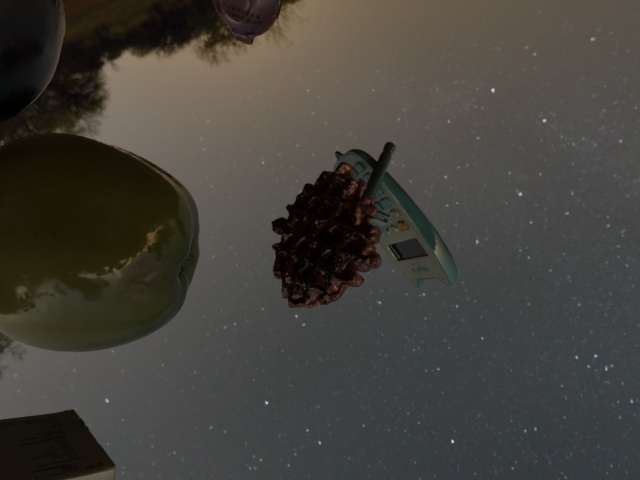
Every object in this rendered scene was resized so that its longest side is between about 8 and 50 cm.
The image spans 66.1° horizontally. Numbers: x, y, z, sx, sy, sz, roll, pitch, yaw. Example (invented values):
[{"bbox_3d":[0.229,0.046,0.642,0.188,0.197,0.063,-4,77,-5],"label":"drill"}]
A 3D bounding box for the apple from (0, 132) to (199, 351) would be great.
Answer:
[{"bbox_3d":[-0.472,0.013,1.005,0.474,0.473,0.473,-16,-152,9],"label":"apple"}]

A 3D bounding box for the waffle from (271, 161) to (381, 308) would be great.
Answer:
[{"bbox_3d":[0.000,0.000,0.791,0.234,0.055,0.221,-38,-127,32],"label":"waffle"}]

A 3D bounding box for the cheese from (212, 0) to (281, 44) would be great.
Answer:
[{"bbox_3d":[-0.168,-0.599,1.124,0.189,0.285,0.074,21,-144,10],"label":"cheese"}]

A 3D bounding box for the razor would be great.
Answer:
[{"bbox_3d":[0.110,-0.116,0.980,0.106,0.068,0.232,25,-127,3],"label":"razor"}]

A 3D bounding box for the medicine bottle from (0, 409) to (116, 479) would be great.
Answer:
[{"bbox_3d":[-0.371,0.265,0.583,0.171,0.052,0.201,16,-176,44],"label":"medicine bottle"}]

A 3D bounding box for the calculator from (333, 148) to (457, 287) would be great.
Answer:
[{"bbox_3d":[0.157,-0.055,1.136,0.054,0.386,0.256,-41,-177,-13],"label":"calculator"}]

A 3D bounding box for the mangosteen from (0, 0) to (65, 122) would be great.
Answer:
[{"bbox_3d":[-0.505,-0.321,0.546,0.382,0.435,0.382,-3,-150,2],"label":"mangosteen"}]
